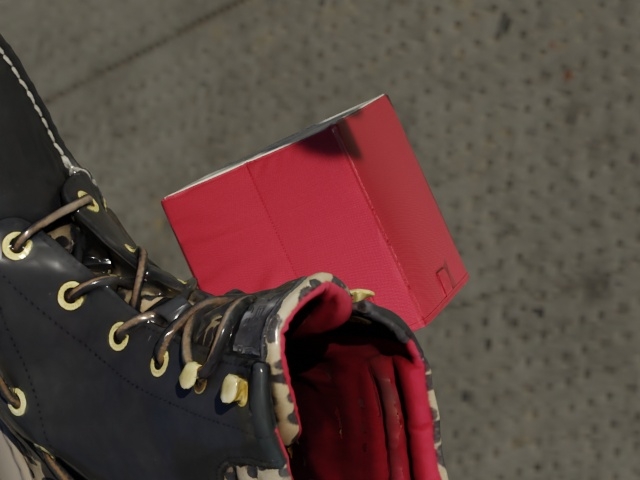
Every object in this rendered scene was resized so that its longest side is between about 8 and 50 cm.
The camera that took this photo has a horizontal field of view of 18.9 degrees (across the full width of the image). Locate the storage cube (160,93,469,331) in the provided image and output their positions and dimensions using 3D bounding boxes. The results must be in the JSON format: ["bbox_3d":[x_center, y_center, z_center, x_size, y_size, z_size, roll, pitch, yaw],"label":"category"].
[{"bbox_3d":[0.000,0.000,1.729,0.183,0.215,0.193,-23,94,20],"label":"storage cube"}]

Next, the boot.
[{"bbox_3d":[-0.095,0.037,1.034,0.284,0.138,0.377,0,114,46],"label":"boot"}]
